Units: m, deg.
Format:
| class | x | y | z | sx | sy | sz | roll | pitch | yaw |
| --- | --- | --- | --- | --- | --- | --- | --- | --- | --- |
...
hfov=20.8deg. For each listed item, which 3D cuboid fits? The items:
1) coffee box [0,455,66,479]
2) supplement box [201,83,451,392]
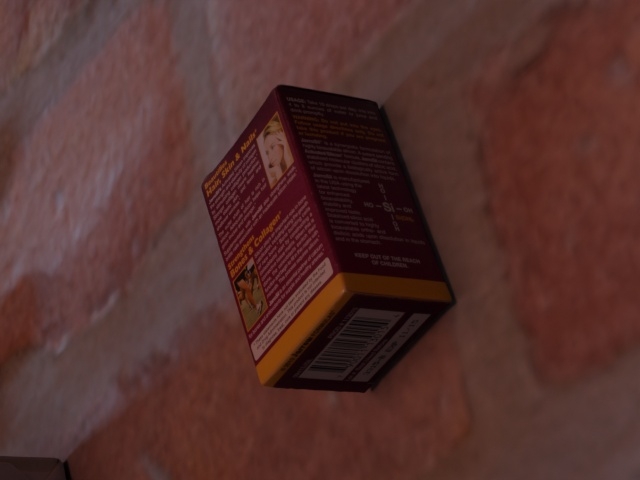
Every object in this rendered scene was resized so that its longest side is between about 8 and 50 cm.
| class | x | y | z | sx | sy | sz | roll | pitch | yaw |
| --- | --- | --- | --- | --- | --- | --- | --- | --- | --- |
| coffee box | -0.237 | 0.215 | 0.767 | 0.297 | 0.168 | 0.118 | -49 | 46 | 40 |
| supplement box | 0.000 | 0.000 | 0.560 | 0.055 | 0.043 | 0.083 | -50 | 47 | 40 |
